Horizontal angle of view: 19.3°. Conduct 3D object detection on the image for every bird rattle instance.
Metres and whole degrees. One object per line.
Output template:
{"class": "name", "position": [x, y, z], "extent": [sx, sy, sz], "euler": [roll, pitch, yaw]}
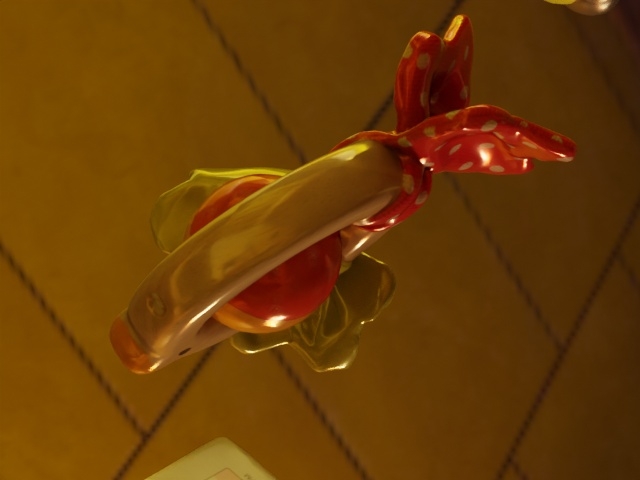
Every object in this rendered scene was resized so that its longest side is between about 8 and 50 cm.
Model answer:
{"class": "bird rattle", "position": [0.000, 0.000, 0.969], "extent": [0.207, 0.253, 0.143], "euler": [-29, 90, -40]}

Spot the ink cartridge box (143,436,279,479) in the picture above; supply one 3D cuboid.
{"class": "ink cartridge box", "position": [-0.055, 0.194, 0.754], "extent": [0.189, 0.066, 0.232], "euler": [38, 37, 23]}

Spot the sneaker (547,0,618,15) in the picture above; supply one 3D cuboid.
{"class": "sneaker", "position": [0.198, -0.199, 1.048], "extent": [0.121, 0.111, 0.300], "euler": [27, 36, 6]}
